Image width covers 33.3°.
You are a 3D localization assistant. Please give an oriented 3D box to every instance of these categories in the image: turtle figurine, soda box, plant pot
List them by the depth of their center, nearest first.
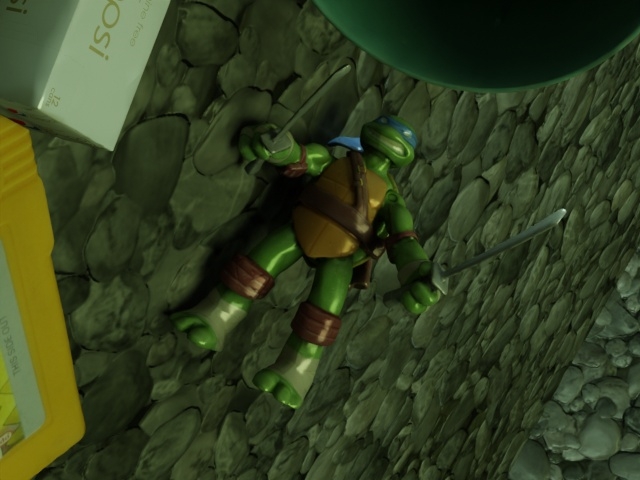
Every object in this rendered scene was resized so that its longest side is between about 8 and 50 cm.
[{"bbox_3d":[-0.127,-0.167,0.617,0.074,0.069,0.216,32,75,-62],"label":"soda box"},{"bbox_3d":[0.137,-0.292,0.771,0.235,0.293,0.293,-57,157,-45],"label":"plant pot"},{"bbox_3d":[0.000,0.000,0.901,0.198,0.274,0.266,34,90,-28],"label":"turtle figurine"}]

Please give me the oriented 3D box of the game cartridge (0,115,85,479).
[{"bbox_3d":[-0.281,0.088,0.663,0.285,0.052,0.324,-38,145,-36],"label":"game cartridge"}]
